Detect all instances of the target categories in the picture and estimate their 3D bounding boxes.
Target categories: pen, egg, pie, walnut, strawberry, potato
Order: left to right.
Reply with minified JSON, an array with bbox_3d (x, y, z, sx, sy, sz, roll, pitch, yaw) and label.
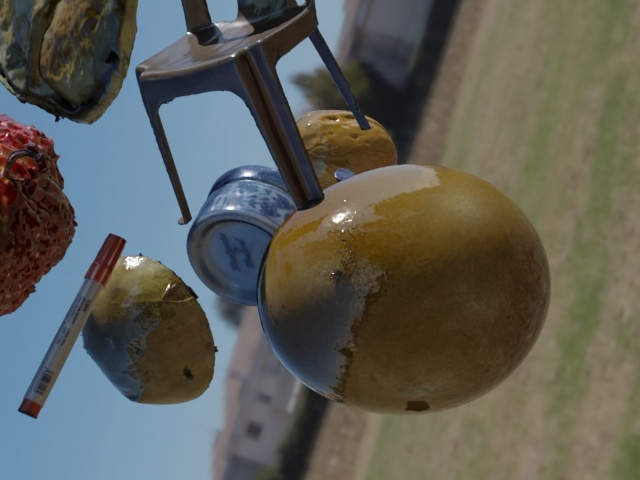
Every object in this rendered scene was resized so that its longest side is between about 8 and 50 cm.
[{"bbox_3d":[-0.420,-0.037,1.881,0.343,0.292,0.292,6,77,64],"label":"strawberry"},{"bbox_3d":[-0.300,-0.291,1.775,0.339,0.077,0.339,8,100,50],"label":"pie"},{"bbox_3d":[-0.287,0.097,1.765,0.028,0.028,0.239,104,-170,-70],"label":"pen"},{"bbox_3d":[-0.299,0.175,2.552,0.116,0.239,0.299,-58,-35,-53],"label":"potato"},{"bbox_3d":[0.032,-0.129,2.313,0.144,0.180,0.144,-172,90,-68],"label":"walnut"},{"bbox_3d":[0.095,0.055,1.700,0.282,0.351,0.282,1,91,56],"label":"egg"}]

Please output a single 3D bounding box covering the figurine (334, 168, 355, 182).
[{"bbox_3d":[0.000,0.000,1.961,0.195,0.102,0.111,-34,-19,-3],"label":"figurine"}]

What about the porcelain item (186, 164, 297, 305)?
[{"bbox_3d":[-0.079,-0.008,1.838,0.114,0.147,0.147,-67,-5,-50],"label":"porcelain item"}]

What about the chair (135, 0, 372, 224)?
[{"bbox_3d":[-0.084,-0.205,1.421,0.183,0.175,0.326,-46,-59,-48],"label":"chair"}]
